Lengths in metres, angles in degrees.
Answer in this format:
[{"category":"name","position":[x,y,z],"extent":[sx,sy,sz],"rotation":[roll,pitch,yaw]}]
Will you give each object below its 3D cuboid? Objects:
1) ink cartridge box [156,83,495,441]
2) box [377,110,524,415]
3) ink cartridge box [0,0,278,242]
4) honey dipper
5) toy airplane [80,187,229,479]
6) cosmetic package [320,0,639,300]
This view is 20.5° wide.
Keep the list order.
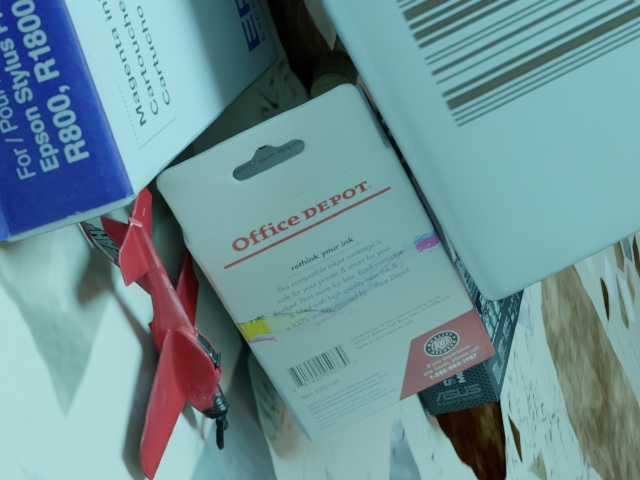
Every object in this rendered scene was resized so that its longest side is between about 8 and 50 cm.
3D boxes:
[{"category":"ink cartridge box","position":[0.000,0.000,0.924],"extent":[0.067,0.115,0.198],"rotation":[-111,174,-53]},{"category":"box","position":[0.091,-0.010,1.302],"extent":[0.233,0.059,0.183],"rotation":[-68,140,-60]},{"category":"ink cartridge box","position":[-0.134,-0.181,0.767],"extent":[0.330,0.071,0.324],"rotation":[-59,132,-67]},{"category":"honey dipper","position":[0.015,-0.138,1.231],"extent":[0.161,0.030,0.030],"rotation":[-81,150,-59]},{"category":"toy airplane","position":[-0.073,0.035,0.840],"extent":[0.151,0.028,0.151],"rotation":[-15,90,-73]},{"category":"cosmetic package","position":[0.137,-0.227,0.982],"extent":[0.329,0.327,0.394],"rotation":[61,4,-17]}]
